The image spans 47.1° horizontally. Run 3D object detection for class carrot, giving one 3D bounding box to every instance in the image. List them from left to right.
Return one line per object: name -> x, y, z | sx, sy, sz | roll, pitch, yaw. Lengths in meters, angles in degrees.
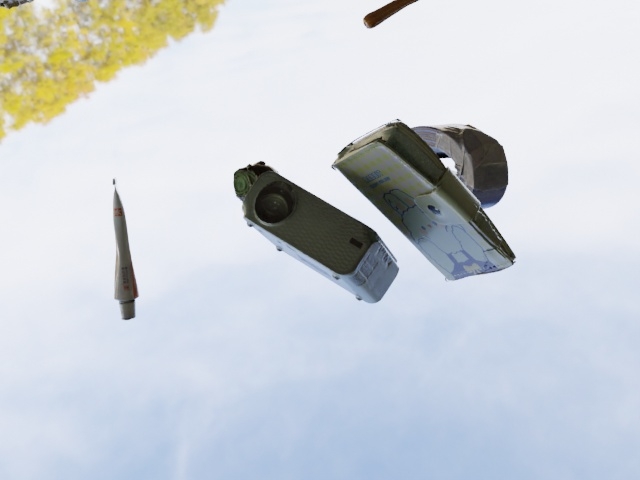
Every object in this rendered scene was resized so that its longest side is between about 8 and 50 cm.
carrot -> 0.188, -0.570, 1.780 | 0.190, 0.037, 0.037 | -29, -147, 3

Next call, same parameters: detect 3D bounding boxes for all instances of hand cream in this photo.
hand cream -> -0.300, 0.013, 1.109 | 0.038, 0.216, 0.052 | -9, -170, -42

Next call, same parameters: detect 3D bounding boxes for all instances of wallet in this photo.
wallet -> 0.174, -0.057, 1.234 | 0.077, 0.309, 0.223 | -51, -167, -22

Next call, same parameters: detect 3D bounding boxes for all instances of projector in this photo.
projector -> 0.000, 0.000, 1.307 | 0.250, 0.198, 0.108 | 32, -96, 25

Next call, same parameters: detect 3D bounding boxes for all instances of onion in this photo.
onion -> -0.148, -0.139, 1.784 | 0.117, 0.118, 0.118 | 18, -136, 33

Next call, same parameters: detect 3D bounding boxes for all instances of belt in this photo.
belt -> 0.306, -0.181, 1.809 | 0.117, 0.212, 0.347 | -7, -163, -28

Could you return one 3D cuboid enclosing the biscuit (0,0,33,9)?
biscuit -> -0.303, -0.272, 0.587 | 0.108, 0.062, 0.239 | -24, -107, -4
